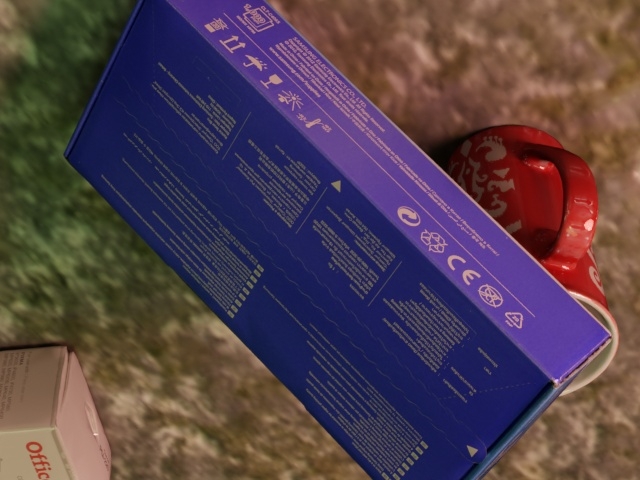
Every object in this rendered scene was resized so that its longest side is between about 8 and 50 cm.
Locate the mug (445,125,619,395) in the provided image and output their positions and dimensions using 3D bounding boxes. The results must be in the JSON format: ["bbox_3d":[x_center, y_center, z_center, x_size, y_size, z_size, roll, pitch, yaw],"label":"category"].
[{"bbox_3d":[0.148,0.001,1.057,0.113,0.169,0.150,34,125,-29],"label":"mug"}]

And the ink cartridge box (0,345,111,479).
[{"bbox_3d":[-0.297,0.176,1.290,0.217,0.092,0.159,-7,135,4],"label":"ink cartridge box"}]

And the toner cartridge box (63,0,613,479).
[{"bbox_3d":[0.000,0.000,0.980,0.348,0.075,0.165,46,133,12],"label":"toner cartridge box"}]
